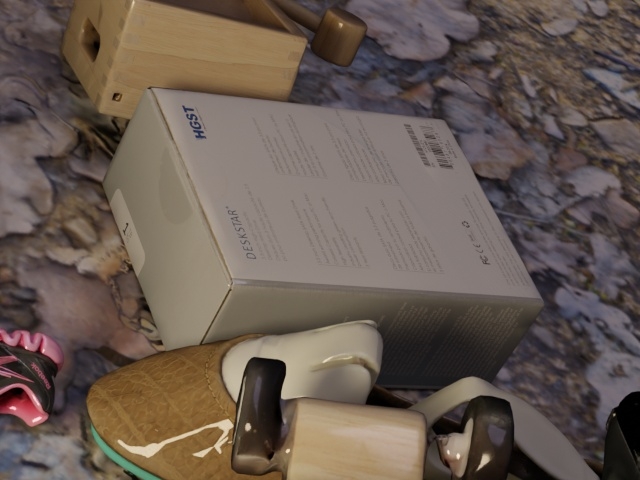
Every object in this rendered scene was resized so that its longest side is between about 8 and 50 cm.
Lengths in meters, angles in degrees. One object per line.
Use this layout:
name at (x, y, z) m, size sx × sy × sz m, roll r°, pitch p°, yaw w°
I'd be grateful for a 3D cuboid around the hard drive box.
hard drive box at (0.000, 0.000, 1.197) m, size 0.232 × 0.089 × 0.181 m, roll 5°, pitch 42°, yaw -31°

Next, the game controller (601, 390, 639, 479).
game controller at (0.259, 0.178, 0.806) m, size 0.319 × 0.067 × 0.166 m, roll 33°, pitch 7°, yaw -14°

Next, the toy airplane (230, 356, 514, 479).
toy airplane at (0.012, 0.216, 0.788) m, size 0.386 × 0.272 × 0.384 m, roll 15°, pitch 7°, yaw 40°

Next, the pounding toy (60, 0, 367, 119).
pounding toy at (-0.071, -0.133, 1.310) m, size 0.206 × 0.094 × 0.181 m, roll 11°, pitch 21°, yaw -25°

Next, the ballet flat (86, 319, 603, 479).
ballet flat at (0.043, 0.117, 1.055) m, size 0.342 × 0.124 × 0.116 m, roll 24°, pitch 36°, yaw -7°

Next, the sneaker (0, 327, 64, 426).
sneaker at (-0.197, 0.073, 1.015) m, size 0.119 × 0.047 × 0.057 m, roll 11°, pitch 51°, yaw -22°
